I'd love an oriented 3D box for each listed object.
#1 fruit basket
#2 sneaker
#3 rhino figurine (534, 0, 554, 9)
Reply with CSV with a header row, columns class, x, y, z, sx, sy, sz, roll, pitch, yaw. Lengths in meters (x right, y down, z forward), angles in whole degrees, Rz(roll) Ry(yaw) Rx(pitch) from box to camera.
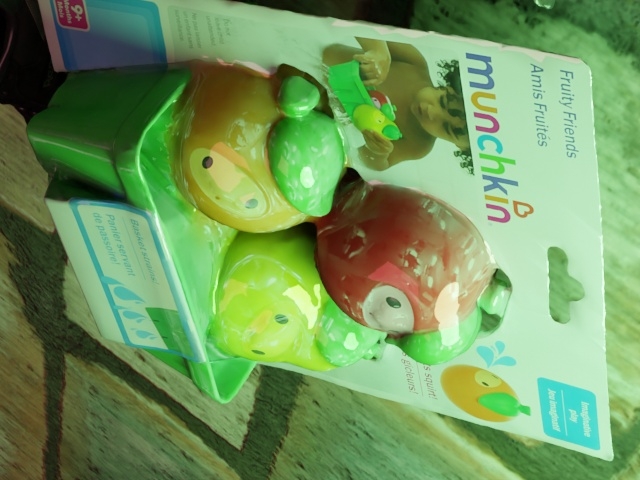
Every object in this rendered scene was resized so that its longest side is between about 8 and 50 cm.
class,x,y,z,sx,sy,sz,roll,pitch,yaw
fruit basket,0.000,0.000,0.863,0.353,0.165,0.327,18,141,29
sneaker,-0.210,-0.133,0.967,0.107,0.124,0.283,32,147,18
rhino figurine,0.034,-0.165,0.645,0.243,0.073,0.106,21,173,16
